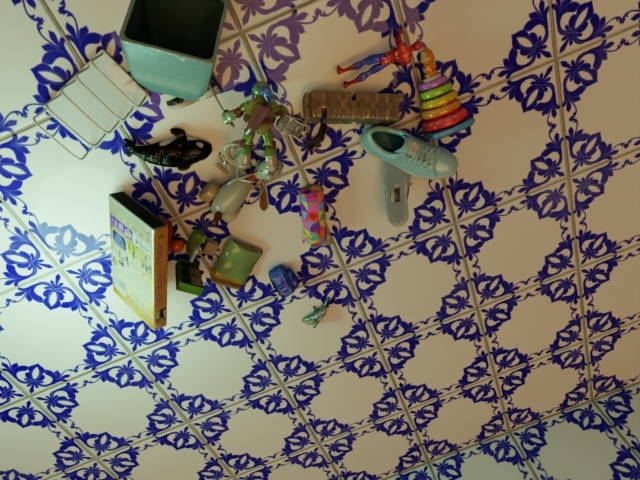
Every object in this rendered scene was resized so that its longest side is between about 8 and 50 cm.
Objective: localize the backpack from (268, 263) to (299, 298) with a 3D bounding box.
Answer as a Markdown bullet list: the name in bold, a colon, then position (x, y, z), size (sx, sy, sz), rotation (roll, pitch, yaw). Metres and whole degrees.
- **backpack**: position (-0.151, 0.155, 1.966), size (0.101, 0.098, 0.120), rotation (-35, 107, 0)

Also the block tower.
- **block tower**: position (0.112, -0.451, 1.647), size (0.335, 0.091, 0.097), rotation (-2, 89, -9)

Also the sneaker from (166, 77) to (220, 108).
- **sneaker**: position (-0.422, -0.487, 1.573), size (0.178, 0.072, 0.077), rotation (-23, 109, -5)

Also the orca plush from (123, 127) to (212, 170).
- **orca plush**: position (-0.518, -0.302, 1.632), size (0.287, 0.102, 0.151), rotation (11, 117, -16)

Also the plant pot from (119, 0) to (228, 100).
- **plant pot**: position (-0.423, -0.557, 1.409), size (0.247, 0.247, 0.252), rotation (11, 156, -14)

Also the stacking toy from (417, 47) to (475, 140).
- **stacking toy**: position (0.400, -0.512, 1.661), size (0.165, 0.175, 0.302), rotation (-21, 110, 5)

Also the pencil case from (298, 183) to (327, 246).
- **pencil case**: position (-0.029, -0.095, 1.842), size (0.104, 0.104, 0.236), rotation (-7, 119, -6)

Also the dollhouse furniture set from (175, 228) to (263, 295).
- **dollhouse furniture set**: position (-0.373, 0.107, 1.835), size (0.301, 0.151, 0.197), rotation (21, 115, -32)

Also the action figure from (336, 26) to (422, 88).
- **action figure**: position (0.202, -0.610, 1.602), size (0.280, 0.139, 0.091), rotation (-13, 127, 24)

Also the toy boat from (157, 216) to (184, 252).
- **toy boat**: position (-0.583, 0.021, 1.805), size (0.151, 0.151, 0.231), rotation (-11, 127, -39)

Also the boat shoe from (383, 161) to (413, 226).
- **boat shoe**: position (0.295, -0.208, 1.828), size (0.113, 0.105, 0.306), rotation (-5, 96, 5)

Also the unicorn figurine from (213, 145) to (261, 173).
- **unicorn figurine**: position (-0.290, -0.286, 1.714), size (0.162, 0.060, 0.111), rotation (-20, 132, 18)

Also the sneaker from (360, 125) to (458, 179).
- **sneaker**: position (0.316, -0.304, 1.689), size (0.366, 0.150, 0.135), rotation (16, 95, 1)

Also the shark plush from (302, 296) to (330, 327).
- **shark plush**: position (-0.012, 0.314, 2.106), size (0.067, 0.073, 0.161), rotation (38, 115, 5)

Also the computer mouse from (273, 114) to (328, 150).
- **computer mouse**: position (-0.075, -0.394, 1.695), size (0.193, 0.042, 0.106), rotation (21, 118, -27)

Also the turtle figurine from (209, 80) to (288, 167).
- **turtle figurine**: position (-0.209, -0.380, 1.559), size (0.197, 0.274, 0.266), rotation (-17, 118, -44)

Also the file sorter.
- **file sorter**: position (-0.711, -0.413, 1.495), size (0.277, 0.173, 0.193), rotation (-37, 118, 12)

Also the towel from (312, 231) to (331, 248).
- **towel**: position (0.000, 0.000, 1.951), size (0.083, 0.009, 0.060), rotation (-11, 122, -4)

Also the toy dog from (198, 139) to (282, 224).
- **toy dog**: position (-0.287, -0.162, 1.679), size (0.220, 0.161, 0.334), rotation (24, 130, -22)

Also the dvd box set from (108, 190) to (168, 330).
- **dvd box set**: position (-0.653, 0.074, 1.727), size (0.062, 0.307, 0.420), rotation (-20, 130, -44)
